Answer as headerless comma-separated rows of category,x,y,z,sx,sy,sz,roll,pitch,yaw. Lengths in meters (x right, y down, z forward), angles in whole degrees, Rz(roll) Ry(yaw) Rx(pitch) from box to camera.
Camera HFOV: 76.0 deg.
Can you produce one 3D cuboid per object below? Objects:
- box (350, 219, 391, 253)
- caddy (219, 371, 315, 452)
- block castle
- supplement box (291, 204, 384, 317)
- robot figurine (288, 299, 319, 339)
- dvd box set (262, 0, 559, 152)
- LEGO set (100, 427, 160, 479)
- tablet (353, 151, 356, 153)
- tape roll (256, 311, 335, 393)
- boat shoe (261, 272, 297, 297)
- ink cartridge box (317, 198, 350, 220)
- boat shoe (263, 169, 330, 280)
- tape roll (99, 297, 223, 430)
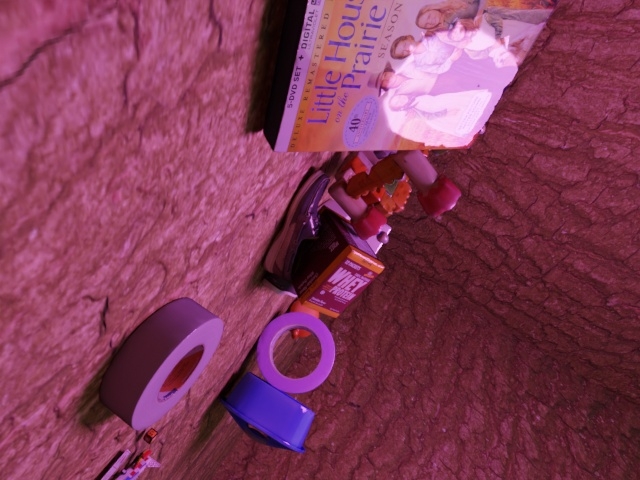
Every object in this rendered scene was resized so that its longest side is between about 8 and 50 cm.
box,0.163,-0.034,1.597,0.148,0.121,0.311,-59,-175,6
caddy,-0.183,0.602,1.414,0.179,0.341,0.241,-58,176,-19
block castle,0.242,-0.211,1.061,0.302,0.213,0.453,-22,-151,46
supplement box,0.024,0.054,1.064,0.129,0.194,0.191,28,112,-39
robot figurine,-0.072,0.318,1.696,0.157,0.128,0.219,-23,155,-21
dvd box set,0.140,-0.277,0.623,0.419,0.062,0.308,-7,139,-28
LEGO set,-0.434,0.531,0.878,0.244,0.060,0.183,-51,170,-36
tablet,0.108,-0.264,1.256,0.054,0.006,0.083,-51,167,-36
tape roll,-0.086,0.400,1.464,0.275,0.274,0.090,-55,168,-18
boat shoe,-0.094,0.114,1.178,0.069,0.081,0.227,-55,166,1
ink cartridge box,0.000,0.000,1.261,0.158,0.092,0.218,-41,157,-57
boat shoe,-0.041,-0.031,1.001,0.286,0.092,0.103,-61,168,12
tape roll,-0.267,0.210,0.715,0.219,0.072,0.219,-54,168,-17
